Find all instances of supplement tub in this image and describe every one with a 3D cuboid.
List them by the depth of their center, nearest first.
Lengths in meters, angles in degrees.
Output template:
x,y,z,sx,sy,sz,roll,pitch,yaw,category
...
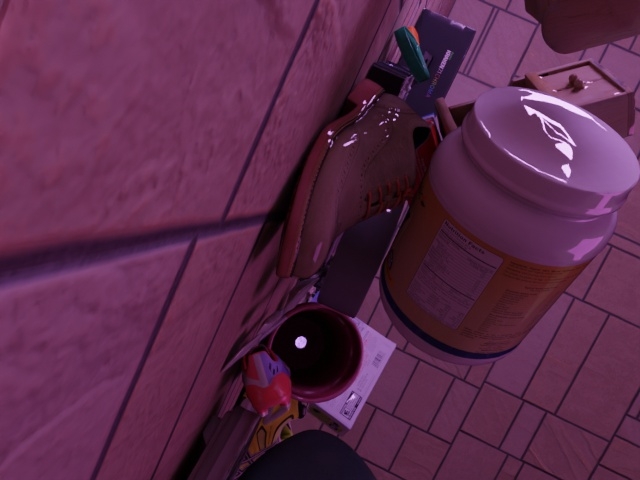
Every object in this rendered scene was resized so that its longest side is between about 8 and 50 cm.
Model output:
x,y,z,sx,sy,sz,roll,pitch,yaw,category
0.224,-0.010,0.702,0.228,0.228,0.316,-61,172,-46,supplement tub

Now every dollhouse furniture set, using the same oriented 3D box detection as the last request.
x,y,z,sx,sy,sz,roll,pitch,yaw,category
0.273,-0.321,0.757,0.362,0.256,0.395,-89,162,-54,dollhouse furniture set

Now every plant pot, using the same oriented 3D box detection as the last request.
x,y,z,sx,sy,sz,roll,pitch,yaw,category
-0.054,0.449,0.787,0.195,0.290,0.291,-3,126,-42,plant pot
-0.030,0.229,1.160,0.202,0.201,0.180,-64,-168,-10,plant pot

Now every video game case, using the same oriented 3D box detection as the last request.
x,y,z,sx,sy,sz,roll,pitch,yaw,category
0.023,0.291,1.324,0.269,0.244,0.061,-50,173,-41,video game case

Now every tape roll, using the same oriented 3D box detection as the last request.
x,y,z,sx,sy,sz,roll,pitch,yaw,category
0.068,0.018,0.917,0.219,0.072,0.219,24,90,-86,tape roll

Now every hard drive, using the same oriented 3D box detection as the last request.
x,y,z,sx,sy,sz,roll,pitch,yaw,category
0.066,-0.138,0.946,0.237,0.064,0.339,-56,169,-68,hard drive

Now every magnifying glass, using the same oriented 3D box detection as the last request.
x,y,z,sx,sy,sz,roll,pitch,yaw,category
0.156,-0.331,0.928,0.026,0.092,0.231,-24,-156,23,magnifying glass

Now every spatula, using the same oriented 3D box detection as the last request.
x,y,z,sx,sy,sz,roll,pitch,yaw,category
-0.048,0.104,0.810,0.168,0.019,0.242,-51,173,13,spatula

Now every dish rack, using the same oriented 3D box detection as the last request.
x,y,z,sx,sy,sz,roll,pitch,yaw,category
-0.201,0.419,0.812,0.333,0.072,0.286,-60,175,-49,dish rack

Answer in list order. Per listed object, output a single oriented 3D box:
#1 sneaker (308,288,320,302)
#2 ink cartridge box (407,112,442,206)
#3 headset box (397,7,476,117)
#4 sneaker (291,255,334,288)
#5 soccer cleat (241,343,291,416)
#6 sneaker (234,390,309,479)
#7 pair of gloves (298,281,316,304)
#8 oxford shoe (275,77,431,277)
x,y,z,sx,sy,sz,roll,pitch,yaw,category
-0.047,0.236,1.539,0.118,0.110,0.292,-57,179,23,sneaker
0.177,-0.137,0.937,0.231,0.077,0.134,-53,126,-69,ink cartridge box
0.242,-0.373,1.300,0.247,0.131,0.283,-65,176,3,headset box
0.002,0.052,1.088,0.192,0.086,0.064,-52,167,-73,sneaker
-0.092,0.203,0.871,0.248,0.082,0.095,177,-101,-81,soccer cleat
-0.150,0.469,1.234,0.145,0.147,0.385,-61,176,-61,sneaker
-0.032,0.113,1.356,0.204,0.042,0.240,-54,168,-68,pair of gloves
0.054,-0.077,0.654,0.123,0.130,0.348,110,6,-51,oxford shoe
